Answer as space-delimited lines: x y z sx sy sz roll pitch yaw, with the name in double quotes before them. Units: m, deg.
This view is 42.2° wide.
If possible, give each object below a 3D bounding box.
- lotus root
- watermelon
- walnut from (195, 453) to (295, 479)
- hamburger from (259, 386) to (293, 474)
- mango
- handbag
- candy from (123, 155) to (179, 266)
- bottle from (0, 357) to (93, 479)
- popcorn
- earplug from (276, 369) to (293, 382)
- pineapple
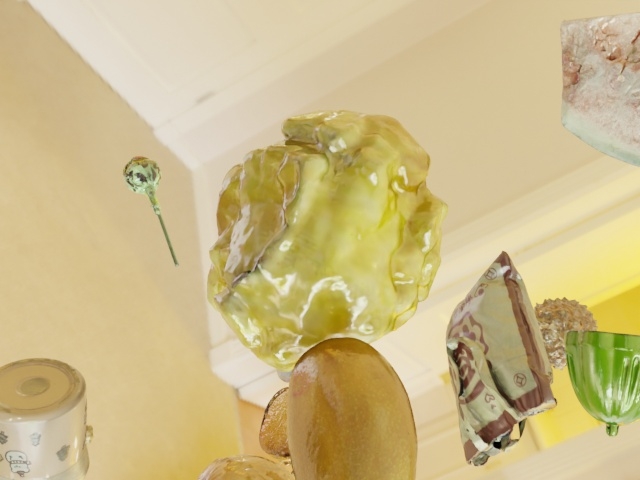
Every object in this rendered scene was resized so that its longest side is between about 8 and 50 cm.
"lotus root" 0.485 0.238 1.363 0.186 0.186 0.186 56 15 -24
"watermelon" 0.498 -0.268 1.313 0.232 0.193 0.310 41 61 -47
"walnut" -0.088 0.358 1.079 0.180 0.144 0.144 46 18 -16
"hamburger" -0.045 0.409 1.828 0.191 0.182 0.118 30 -10 49
"mango" 0.025 0.187 0.712 0.099 0.136 0.228 22 47 -27
"handbag" 0.238 0.165 1.158 0.127 0.213 0.235 10 50 -15
"candy" -0.400 -0.069 1.998 0.083 0.091 0.305 77 -9 -70
"bottle" -0.254 0.188 0.740 0.099 0.098 0.152 -89 -176 -63
"popcorn" 0.000 0.000 0.883 0.286 0.252 0.215 -68 157 -9
"earplug" -0.042 0.210 1.898 0.175 0.214 0.325 52 -3 41
"pineapple" 0.518 0.197 1.782 0.193 0.166 0.166 -3 65 -55
